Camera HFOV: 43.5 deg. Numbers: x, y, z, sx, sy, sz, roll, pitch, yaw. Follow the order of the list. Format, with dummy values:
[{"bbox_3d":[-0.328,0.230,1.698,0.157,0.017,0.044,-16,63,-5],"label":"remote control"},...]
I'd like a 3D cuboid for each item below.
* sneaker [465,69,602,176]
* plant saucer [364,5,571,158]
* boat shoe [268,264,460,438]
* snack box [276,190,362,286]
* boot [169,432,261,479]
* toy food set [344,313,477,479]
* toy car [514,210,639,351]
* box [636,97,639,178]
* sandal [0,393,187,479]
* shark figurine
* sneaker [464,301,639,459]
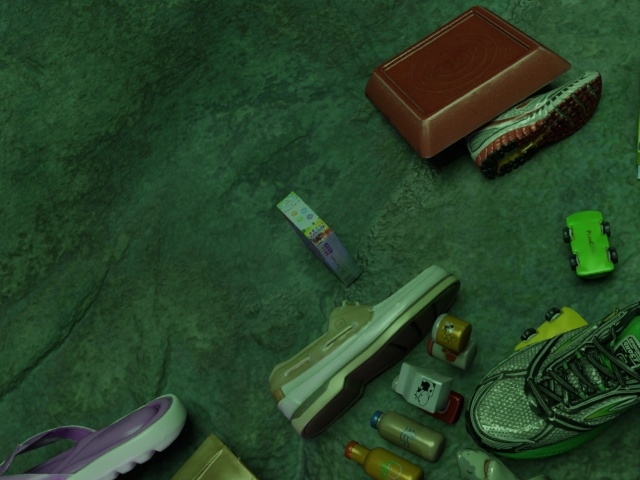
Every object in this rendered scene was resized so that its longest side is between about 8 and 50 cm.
[{"bbox_3d":[0.317,-0.192,1.199,0.225,0.088,0.092,-30,55,3],"label":"sneaker"},{"bbox_3d":[0.213,-0.268,1.262,0.258,0.047,0.259,-32,39,2],"label":"plant saucer"},{"bbox_3d":[0.055,0.131,1.101,0.302,0.113,0.103,-41,62,-4],"label":"boat shoe"},{"bbox_3d":[0.000,0.000,1.178,0.037,0.141,0.100,-43,57,-5],"label":"snack box"},{"bbox_3d":[-0.230,0.372,1.097,0.236,0.089,0.269,37,77,30],"label":"boot"},{"bbox_3d":[0.119,0.194,1.032,0.105,0.111,0.232,20,102,29],"label":"toy food set"},{"bbox_3d":[0.368,0.066,1.055,0.239,0.053,0.225,-10,59,15],"label":"toy car"},{"bbox_3d":[0.510,-0.171,1.141,0.109,0.042,0.178,3,62,23],"label":"box"},{"bbox_3d":[-0.387,0.315,1.134,0.416,0.102,0.169,-29,11,-6],"label":"sandal"},{"bbox_3d":[0.212,0.378,0.931,0.116,0.166,0.278,-23,71,38],"label":"shark figurine"},{"bbox_3d":[0.319,0.139,0.916,0.344,0.146,0.134,-29,64,8],"label":"sneaker"}]
